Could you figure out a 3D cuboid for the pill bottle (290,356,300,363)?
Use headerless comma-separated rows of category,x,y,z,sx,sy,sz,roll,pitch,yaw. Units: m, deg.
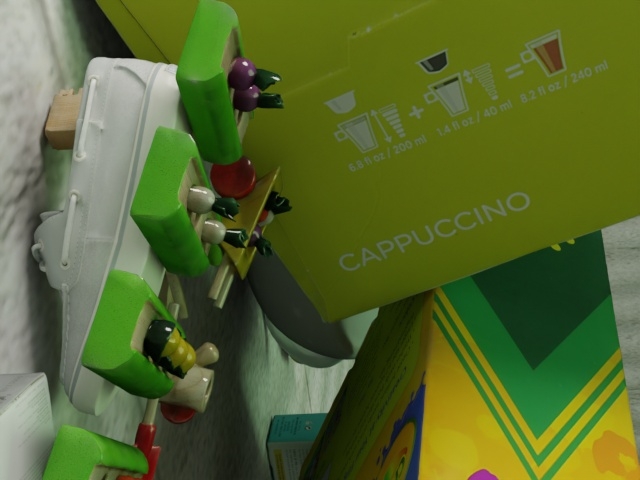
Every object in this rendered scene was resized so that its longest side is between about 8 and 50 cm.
pill bottle,-0.027,0.135,1.242,0.083,0.043,0.043,69,18,-70

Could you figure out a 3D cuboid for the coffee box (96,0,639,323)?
coffee box,0.081,-0.202,0.693,0.338,0.338,0.334,57,22,-30

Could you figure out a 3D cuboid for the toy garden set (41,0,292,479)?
toy garden set,-0.062,0.033,0.497,0.204,0.049,0.244,89,15,-74

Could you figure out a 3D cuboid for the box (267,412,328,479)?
box,0.066,0.256,1.105,0.060,0.244,0.100,-78,163,-65

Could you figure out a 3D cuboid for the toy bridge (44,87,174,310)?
toy bridge,-0.124,-0.024,0.590,0.188,0.026,0.063,78,9,-51

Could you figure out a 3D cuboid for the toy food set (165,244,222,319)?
toy food set,-0.094,-0.051,0.653,0.192,0.039,0.132,-104,-177,-52

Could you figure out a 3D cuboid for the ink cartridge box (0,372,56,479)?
ink cartridge box,-0.135,0.121,0.407,0.063,0.029,0.115,-65,151,-77

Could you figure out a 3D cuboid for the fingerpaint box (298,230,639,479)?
fingerpaint box,0.089,0.227,0.806,0.371,0.163,0.444,-75,-175,-55

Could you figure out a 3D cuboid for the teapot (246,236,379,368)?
teapot,0.000,0.000,1.021,0.252,0.187,0.256,36,75,-57

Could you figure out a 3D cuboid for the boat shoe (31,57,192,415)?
boat shoe,-0.114,-0.004,0.484,0.066,0.063,0.184,-54,157,-80
